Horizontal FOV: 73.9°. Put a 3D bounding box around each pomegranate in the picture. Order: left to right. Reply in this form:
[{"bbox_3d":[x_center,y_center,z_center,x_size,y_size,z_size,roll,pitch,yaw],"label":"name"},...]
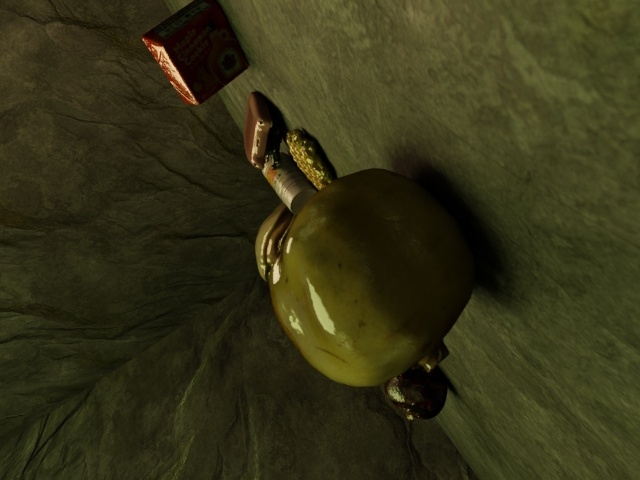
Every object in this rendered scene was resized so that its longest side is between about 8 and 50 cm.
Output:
[{"bbox_3d":[0.084,0.058,0.670,0.333,0.332,0.332,56,175,7],"label":"pomegranate"}]

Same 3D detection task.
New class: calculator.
[{"bbox_3d":[-0.230,-0.390,1.476,0.330,0.048,0.220,-115,32,-53],"label":"calculator"}]

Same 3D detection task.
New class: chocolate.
[{"bbox_3d":[-0.357,-0.557,1.270,0.108,0.237,0.235,39,164,39],"label":"chocolate"}]

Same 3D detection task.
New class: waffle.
[{"bbox_3d":[-0.017,-0.211,1.233,0.245,0.052,0.254,58,174,-28],"label":"waffle"}]

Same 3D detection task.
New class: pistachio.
[{"bbox_3d":[-0.160,-0.006,2.035,0.281,0.446,0.365,16,149,7],"label":"pistachio"}]

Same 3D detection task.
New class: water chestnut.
[{"bbox_3d":[0.348,0.520,1.547,0.223,0.223,0.238,175,98,-84],"label":"water chestnut"}]

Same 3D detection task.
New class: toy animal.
[{"bbox_3d":[-0.178,-0.336,1.512,0.269,0.082,0.137,140,129,-74],"label":"toy animal"}]

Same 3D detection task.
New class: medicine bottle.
[{"bbox_3d":[-0.119,-0.225,1.654,0.250,0.133,0.133,53,174,33],"label":"medicine bottle"}]
